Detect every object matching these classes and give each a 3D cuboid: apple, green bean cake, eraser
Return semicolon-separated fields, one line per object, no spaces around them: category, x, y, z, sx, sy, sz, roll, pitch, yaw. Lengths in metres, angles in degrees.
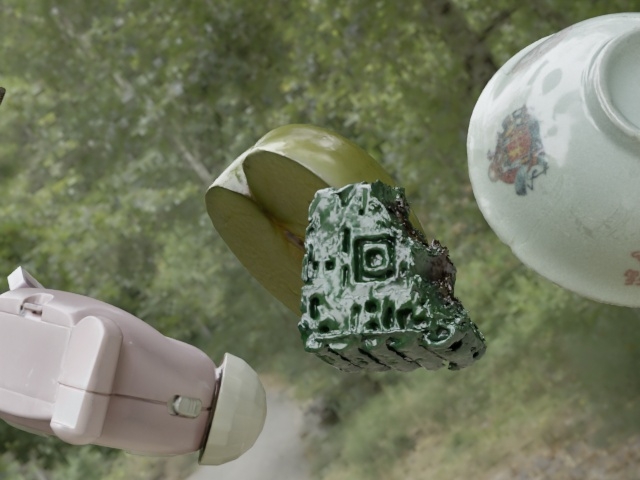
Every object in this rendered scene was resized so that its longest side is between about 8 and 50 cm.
apple;0.000;0.000;2.014;0.312;0.360;0.320;-42;8;15
green bean cake;0.076;0.032;1.381;0.193;0.208;0.107;-9;-22;33
eraser;-0.390;0.086;1.807;0.026;0.105;0.065;-41;26;2

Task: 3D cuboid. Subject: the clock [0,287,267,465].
clock;-0.269;0.180;1.656;0.326;0.342;0.184;27;-99;-49

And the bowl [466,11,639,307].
bowl;0.413;-0.147;1.646;0.435;0.435;0.196;-35;-19;-17

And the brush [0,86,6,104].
brush;-0.518;-0.218;1.734;0.034;0.190;0.027;-56;25;35
